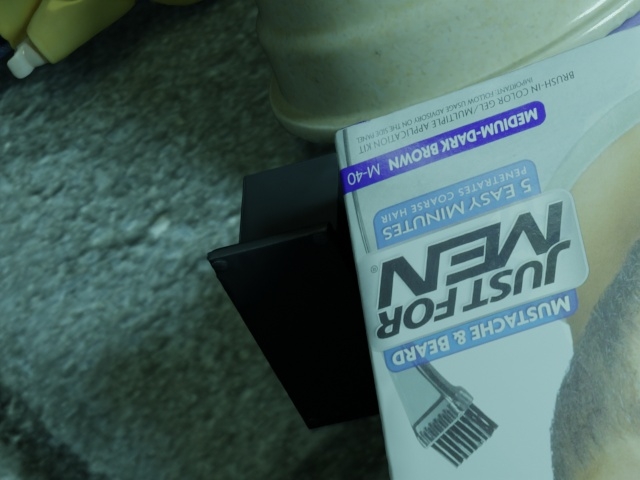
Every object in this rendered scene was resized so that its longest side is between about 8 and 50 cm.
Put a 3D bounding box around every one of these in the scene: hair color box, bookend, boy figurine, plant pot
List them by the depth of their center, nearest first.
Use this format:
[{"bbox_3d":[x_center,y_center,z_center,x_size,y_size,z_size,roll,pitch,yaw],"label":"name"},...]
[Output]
[{"bbox_3d":[0.130,0.080,0.961,0.185,0.110,0.338,-19,64,19],"label":"hair color box"},{"bbox_3d":[0.000,0.000,1.167,0.072,0.157,0.156,-14,44,15],"label":"bookend"},{"bbox_3d":[0.042,-0.282,1.251,0.334,0.305,0.334,-26,25,13],"label":"plant pot"},{"bbox_3d":[-0.204,-0.198,1.530,0.285,0.092,0.177,-21,41,7],"label":"boy figurine"}]

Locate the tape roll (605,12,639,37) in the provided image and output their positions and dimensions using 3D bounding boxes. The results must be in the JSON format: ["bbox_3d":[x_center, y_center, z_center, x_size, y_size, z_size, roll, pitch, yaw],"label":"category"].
[{"bbox_3d":[0.234,-0.034,1.125,0.275,0.090,0.275,-15,43,15],"label":"tape roll"}]
